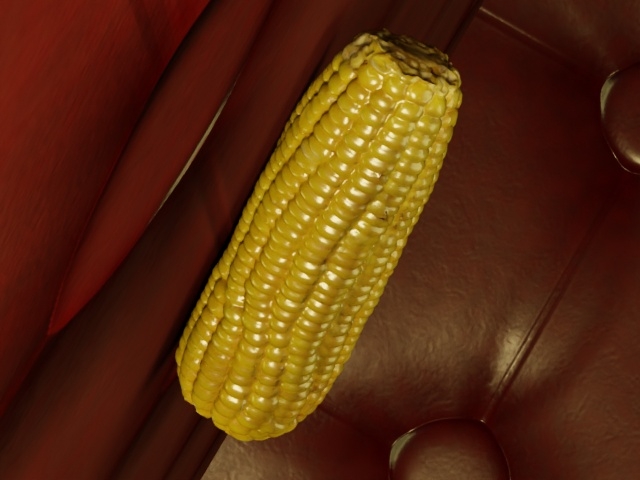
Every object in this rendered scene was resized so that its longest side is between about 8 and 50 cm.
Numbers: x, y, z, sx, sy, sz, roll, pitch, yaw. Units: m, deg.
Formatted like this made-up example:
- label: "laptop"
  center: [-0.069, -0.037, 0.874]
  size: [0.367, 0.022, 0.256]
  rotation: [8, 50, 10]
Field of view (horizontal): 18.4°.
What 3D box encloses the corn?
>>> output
- label: "corn"
  center: [0.000, 0.000, 0.911]
  size: [0.231, 0.080, 0.080]
  rotation: [-62, 176, 35]
